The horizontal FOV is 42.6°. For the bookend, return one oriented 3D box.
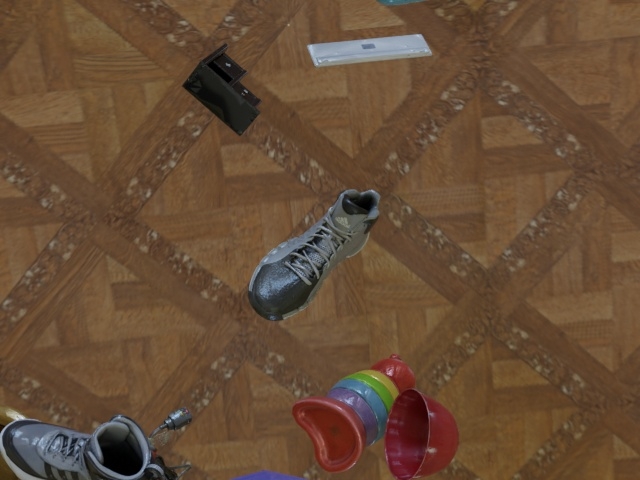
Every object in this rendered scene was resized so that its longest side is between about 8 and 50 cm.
[{"bbox_3d":[-0.184,-0.317,1.718,0.157,0.156,0.072,41,119,-7],"label":"bookend"}]

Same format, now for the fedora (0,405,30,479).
[{"bbox_3d":[-0.560,0.389,1.435,0.194,0.079,0.194,-2,72,7],"label":"fedora"}]

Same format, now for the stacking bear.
[{"bbox_3d":[0.105,0.356,1.816,0.164,0.289,0.175,-26,93,43],"label":"stacking bear"}]

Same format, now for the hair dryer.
[{"bbox_3d":[-0.369,0.502,1.729,0.080,0.294,0.223,24,122,34],"label":"hair dryer"}]

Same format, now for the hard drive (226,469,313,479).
[{"bbox_3d":[-0.109,0.449,1.405,0.210,0.319,0.040,-7,85,-30],"label":"hard drive"}]

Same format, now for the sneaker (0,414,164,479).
[{"bbox_3d":[-0.325,0.289,1.133,0.269,0.101,0.153,22,134,10],"label":"sneaker"}]

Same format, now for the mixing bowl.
[{"bbox_3d":[0.210,0.391,1.630,0.098,0.181,0.181,14,104,-20],"label":"mixing bowl"}]

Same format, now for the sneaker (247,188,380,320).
[{"bbox_3d":[0.000,0.000,1.057,0.086,0.229,0.132,41,143,6],"label":"sneaker"}]

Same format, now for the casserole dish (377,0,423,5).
[{"bbox_3d":[0.100,-0.366,1.108,0.114,0.188,0.037,-11,133,-10],"label":"casserole dish"}]

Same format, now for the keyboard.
[{"bbox_3d":[0.103,-0.398,1.718,0.256,0.072,0.014,-8,136,-13],"label":"keyboard"}]
